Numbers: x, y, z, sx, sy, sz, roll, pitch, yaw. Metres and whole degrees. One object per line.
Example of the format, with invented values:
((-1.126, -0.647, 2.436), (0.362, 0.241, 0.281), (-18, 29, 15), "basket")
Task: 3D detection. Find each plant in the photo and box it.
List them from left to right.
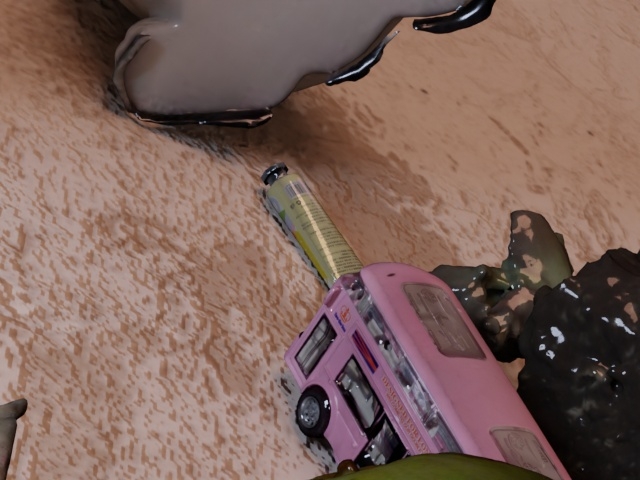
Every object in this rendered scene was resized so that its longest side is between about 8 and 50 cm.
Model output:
((0.144, 0.066, 0.969), (0.142, 0.131, 0.203), (-7, 38, -42), "plant")

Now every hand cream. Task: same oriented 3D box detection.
((0.000, 0.000, 1.038), (0.035, 0.022, 0.102), (-6, 53, -49), "hand cream")

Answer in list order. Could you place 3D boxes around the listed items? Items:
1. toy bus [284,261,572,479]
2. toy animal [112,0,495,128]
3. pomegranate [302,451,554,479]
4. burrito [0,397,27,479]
((0.055, 0.101, 0.872), (0.063, 0.090, 0.203), (7, 38, -38), "toy bus")
((-0.050, -0.218, 1.161), (0.257, 0.194, 0.357), (13, 26, -16), "toy animal")
((0.034, 0.173, 0.671), (0.179, 0.179, 0.210), (14, 47, -32), "pomegranate")
((-0.201, 0.145, 0.541), (0.347, 0.107, 0.175), (-7, 64, -47), "burrito")
